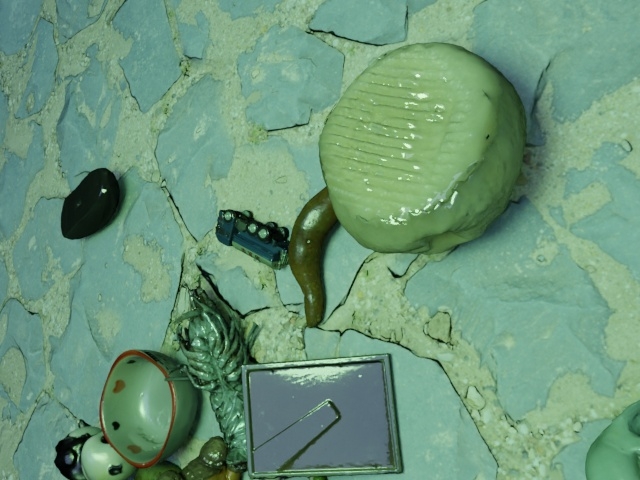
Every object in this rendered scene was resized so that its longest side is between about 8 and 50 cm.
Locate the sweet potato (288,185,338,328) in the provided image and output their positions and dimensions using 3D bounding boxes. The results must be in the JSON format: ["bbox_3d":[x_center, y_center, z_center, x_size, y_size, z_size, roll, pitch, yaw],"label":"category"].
[{"bbox_3d":[-0.007,0.001,1.004,0.108,0.079,0.346,18,96,15],"label":"sweet potato"}]

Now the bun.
[{"bbox_3d":[0.170,-0.138,0.844,0.360,0.211,0.359,-12,67,28],"label":"bun"}]

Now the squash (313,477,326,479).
[{"bbox_3d":[0.011,0.480,0.960,0.027,0.027,0.083,-44,63,19],"label":"squash"}]

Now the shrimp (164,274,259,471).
[{"bbox_3d":[-0.216,0.267,1.062,0.221,0.166,0.410,-20,86,-7],"label":"shrimp"}]

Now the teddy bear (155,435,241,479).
[{"bbox_3d":[-0.219,0.526,1.040,0.190,0.177,0.140,38,148,30],"label":"teddy bear"}]

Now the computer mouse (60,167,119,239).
[{"bbox_3d":[-0.618,-0.098,1.388,0.270,0.086,0.137,-30,60,34],"label":"computer mouse"}]

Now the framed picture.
[{"bbox_3d":[-0.004,0.327,0.944,0.289,0.016,0.213,-8,80,12],"label":"framed picture"}]

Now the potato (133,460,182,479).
[{"bbox_3d":[-0.366,0.574,1.166,0.198,0.054,0.119,24,99,32],"label":"potato"}]

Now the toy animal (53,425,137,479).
[{"bbox_3d":[-0.519,0.514,1.220,0.179,0.166,0.138,-11,79,18],"label":"toy animal"}]

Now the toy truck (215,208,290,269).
[{"bbox_3d":[-0.138,-0.004,1.095,0.202,0.074,0.088,25,106,31],"label":"toy truck"}]

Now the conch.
[{"bbox_3d":[0.461,0.294,0.654,0.221,0.121,0.185,-22,69,20],"label":"conch"}]

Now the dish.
[{"bbox_3d":[-0.378,0.373,1.160,0.256,0.117,0.256,-5,81,30],"label":"dish"}]
